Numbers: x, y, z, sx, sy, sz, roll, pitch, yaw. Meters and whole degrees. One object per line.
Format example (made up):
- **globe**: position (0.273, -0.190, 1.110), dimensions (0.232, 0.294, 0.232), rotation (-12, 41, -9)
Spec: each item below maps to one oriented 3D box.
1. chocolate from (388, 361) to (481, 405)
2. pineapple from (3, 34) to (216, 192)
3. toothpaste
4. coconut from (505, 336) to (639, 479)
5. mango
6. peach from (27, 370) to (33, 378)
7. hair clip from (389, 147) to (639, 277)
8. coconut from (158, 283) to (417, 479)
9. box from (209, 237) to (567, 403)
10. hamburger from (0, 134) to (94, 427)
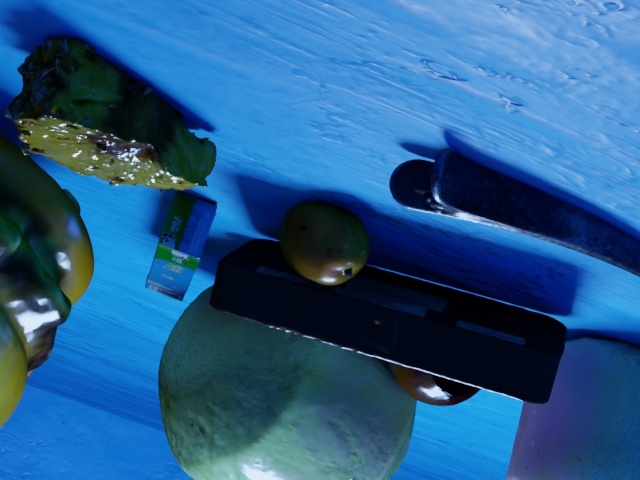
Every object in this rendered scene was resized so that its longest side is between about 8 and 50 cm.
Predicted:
- **chocolate**: position (0.133, 0.120, 2.006), dimensions (0.124, 0.127, 0.133), rotation (51, 173, -10)
- **pineapple**: position (-0.204, -0.103, 1.543), dimensions (0.135, 0.079, 0.233), rotation (10, 165, 35)
- **toothpaste**: position (-0.155, 0.010, 1.961), dimensions (0.050, 0.065, 0.267), rotation (21, 167, -4)
- **coconut**: position (0.319, 0.248, 1.938), dimensions (0.233, 0.245, 0.233), rotation (13, 167, 3)
- **mango**: position (0.000, 0.000, 1.720), dimensions (0.060, 0.080, 0.114), rotation (8, -165, -43)
- **peach**: position (-0.470, 0.102, 2.277), dimensions (0.238, 0.281, 0.281), rotation (17, 167, 6)
- **hair clip**: position (0.194, -0.010, 1.498), dimensions (0.275, 0.048, 0.083), rotation (21, 162, -22)
- **coconut**: position (-0.031, 0.201, 2.106), dimensions (0.328, 0.281, 0.328), rotation (26, 163, 9)
- **box**: position (0.074, 0.075, 1.805), dimensions (0.350, 0.058, 0.211), rotation (15, -169, 6)
- **hamburger**: position (-0.424, 0.006, 1.789), dimensions (0.395, 0.277, 0.396), rotation (22, 155, 11)
